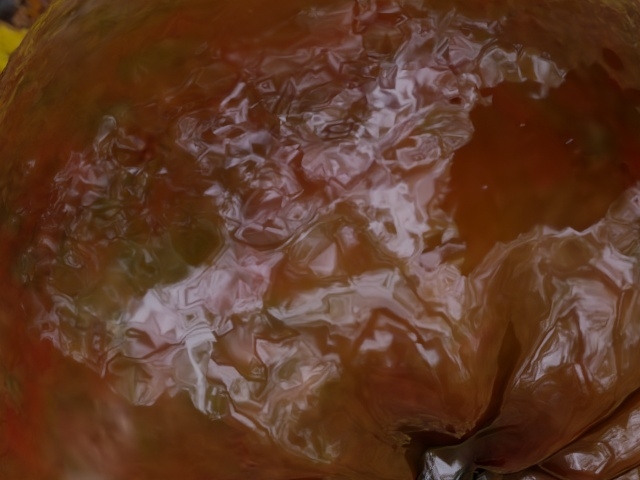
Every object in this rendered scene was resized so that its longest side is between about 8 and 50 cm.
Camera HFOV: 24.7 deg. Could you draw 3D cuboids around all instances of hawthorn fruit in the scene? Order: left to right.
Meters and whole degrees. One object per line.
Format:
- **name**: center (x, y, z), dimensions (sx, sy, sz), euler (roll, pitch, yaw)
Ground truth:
- **hawthorn fruit**: center (0.000, 0.000, 0.721), dimensions (0.402, 0.403, 0.403), euler (-1, 85, 6)
